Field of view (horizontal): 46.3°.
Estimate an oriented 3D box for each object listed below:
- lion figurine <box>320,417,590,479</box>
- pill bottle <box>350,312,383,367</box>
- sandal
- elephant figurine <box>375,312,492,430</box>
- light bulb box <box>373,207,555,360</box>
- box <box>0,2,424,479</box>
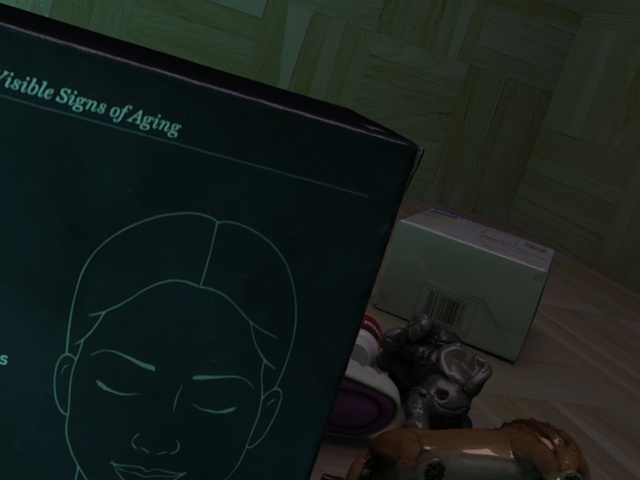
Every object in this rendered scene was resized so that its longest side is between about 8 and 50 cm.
[{"bbox_3d":[0.184,0.296,0.979,0.392,0.142,0.240,12,7,-6],"label":"lion figurine"},{"bbox_3d":[0.066,0.190,1.354,0.086,0.086,0.152,19,14,5],"label":"pill bottle"},{"bbox_3d":[-0.069,0.207,0.999,0.416,0.169,0.102,12,35,-20],"label":"sandal"},{"bbox_3d":[0.198,0.247,1.223,0.169,0.186,0.239,61,-2,-36],"label":"elephant figurine"},{"bbox_3d":[0.365,0.088,1.838,0.357,0.225,0.361,21,13,17],"label":"light bulb box"},{"bbox_3d":[-0.224,0.047,0.727,0.479,0.472,0.297,15,14,-14],"label":"box"}]
